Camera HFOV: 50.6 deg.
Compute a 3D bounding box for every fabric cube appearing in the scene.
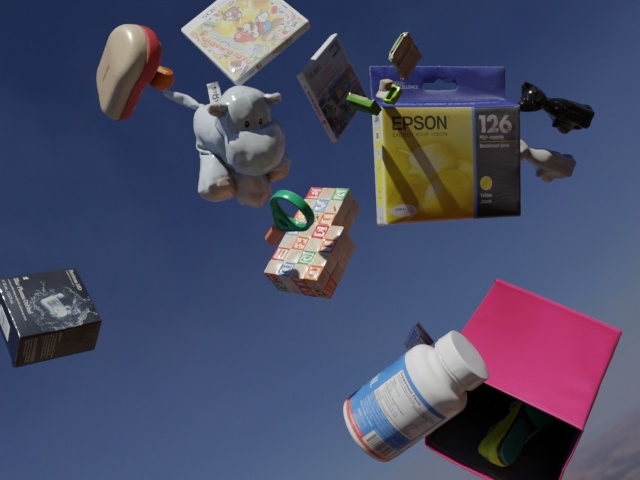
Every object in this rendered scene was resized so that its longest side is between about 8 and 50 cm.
[{"bbox_3d":[0.373,0.280,1.271,0.258,0.254,0.259,-46,-31,-42],"label":"fabric cube"}]

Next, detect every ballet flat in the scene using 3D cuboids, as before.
[{"bbox_3d":[0.388,0.351,1.320,0.231,0.077,0.077,-34,10,-32],"label":"ballet flat"}]

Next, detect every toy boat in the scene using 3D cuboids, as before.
[{"bbox_3d":[-0.397,-0.367,1.497,0.151,0.151,0.231,-3,-23,-33],"label":"toy boat"}]

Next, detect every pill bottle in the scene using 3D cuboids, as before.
[{"bbox_3d":[0.153,0.244,1.075,0.221,0.124,0.124,-42,-27,20],"label":"pill bottle"}]

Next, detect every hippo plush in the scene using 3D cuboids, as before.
[{"bbox_3d":[-0.142,-0.227,1.379,0.234,0.294,0.236,-17,-2,-30],"label":"hippo plush"}]

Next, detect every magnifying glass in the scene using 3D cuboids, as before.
[{"bbox_3d":[-0.071,-0.036,1.327,0.026,0.092,0.231,-53,2,-26],"label":"magnifying glass"}]

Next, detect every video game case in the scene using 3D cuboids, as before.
[{"bbox_3d":[-0.167,-0.464,1.479,0.206,0.227,0.026,-41,-28,-5],"label":"video game case"},{"bbox_3d":[0.033,-0.362,1.602,0.023,0.183,0.201,-8,36,36],"label":"video game case"}]

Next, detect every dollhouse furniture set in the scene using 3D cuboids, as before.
[{"bbox_3d":[0.115,-0.299,1.217,0.152,0.058,0.076,-59,-37,-3],"label":"dollhouse furniture set"}]

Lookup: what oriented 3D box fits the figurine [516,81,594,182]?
[{"bbox_3d":[0.551,-0.267,1.691,0.209,0.092,0.215,15,-83,-25],"label":"figurine"}]

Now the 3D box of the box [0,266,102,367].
[{"bbox_3d":[-0.535,0.145,1.318,0.158,0.156,0.093,-9,-41,-40],"label":"box"}]

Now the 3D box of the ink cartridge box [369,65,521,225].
[{"bbox_3d":[0.251,-0.191,1.330,0.303,0.307,0.072,-5,7,-16],"label":"ink cartridge box"}]

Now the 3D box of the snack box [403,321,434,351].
[{"bbox_3d":[0.253,0.265,1.748,0.022,0.064,0.178,-32,-19,-14],"label":"snack box"}]

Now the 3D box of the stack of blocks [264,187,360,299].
[{"bbox_3d":[0.000,0.000,1.788,0.087,0.171,0.297,56,-129,-43],"label":"stack of blocks"}]
